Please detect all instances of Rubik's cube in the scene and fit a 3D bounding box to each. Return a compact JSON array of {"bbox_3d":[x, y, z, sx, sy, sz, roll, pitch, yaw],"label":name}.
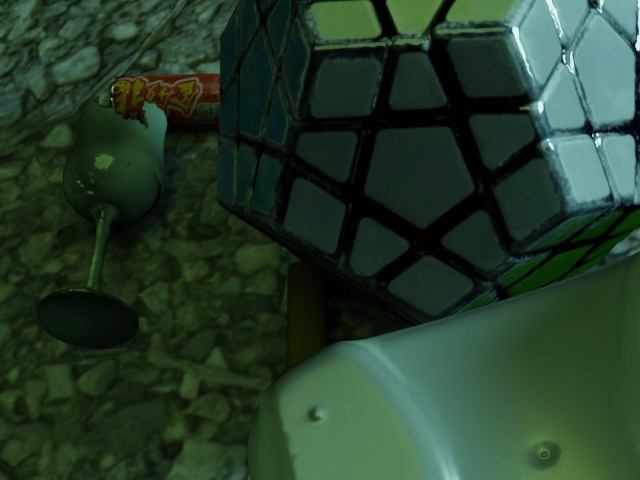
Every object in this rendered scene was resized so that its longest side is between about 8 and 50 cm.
[{"bbox_3d":[0.080,-0.087,1.221,0.264,0.319,0.319,5,45,-21],"label":"Rubik's cube"}]

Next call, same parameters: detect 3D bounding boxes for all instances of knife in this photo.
[{"bbox_3d":[0.001,0.000,1.352,0.061,0.027,0.343,0,49,-2],"label":"knife"}]

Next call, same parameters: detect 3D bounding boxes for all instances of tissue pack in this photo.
[{"bbox_3d":[0.140,0.155,1.045,0.333,0.236,0.229,-18,58,7],"label":"tissue pack"}]

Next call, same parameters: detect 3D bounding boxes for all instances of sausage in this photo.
[{"bbox_3d":[-0.094,-0.109,1.465,0.145,0.048,0.050,1,59,19],"label":"sausage"}]

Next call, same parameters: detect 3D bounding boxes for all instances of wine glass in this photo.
[{"bbox_3d":[-0.161,-0.019,1.394,0.079,0.079,0.195,-7,52,16],"label":"wine glass"}]

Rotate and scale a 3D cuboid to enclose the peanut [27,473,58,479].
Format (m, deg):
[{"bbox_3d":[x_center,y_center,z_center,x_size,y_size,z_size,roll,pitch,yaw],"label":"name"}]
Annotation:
[{"bbox_3d":[-0.202,0.195,1.266,0.037,0.037,0.083,13,54,29],"label":"peanut"}]
